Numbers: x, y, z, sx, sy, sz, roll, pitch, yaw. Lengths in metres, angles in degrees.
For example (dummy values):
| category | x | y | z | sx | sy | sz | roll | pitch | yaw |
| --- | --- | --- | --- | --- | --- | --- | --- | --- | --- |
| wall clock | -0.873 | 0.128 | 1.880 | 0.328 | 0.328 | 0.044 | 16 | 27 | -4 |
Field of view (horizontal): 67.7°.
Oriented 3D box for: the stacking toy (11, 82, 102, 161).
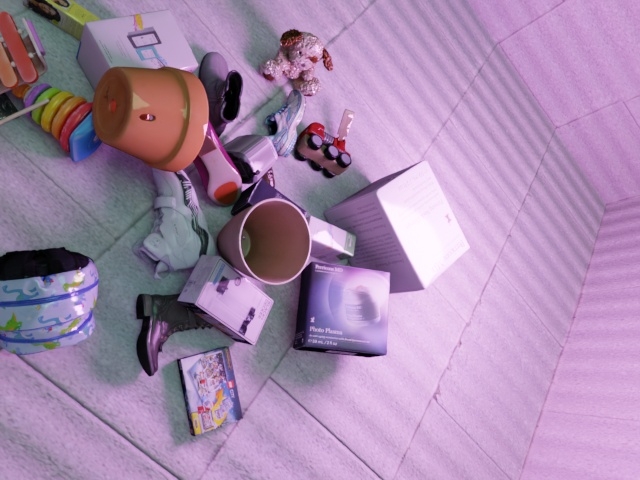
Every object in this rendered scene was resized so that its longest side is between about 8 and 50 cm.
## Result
| category | x | y | z | sx | sy | sz | roll | pitch | yaw |
| --- | --- | --- | --- | --- | --- | --- | --- | --- | --- |
| stacking toy | -0.764 | -0.377 | 1.346 | 0.302 | 0.166 | 0.175 | 32 | 61 | -11 |

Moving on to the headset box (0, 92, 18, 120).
| category | x | y | z | sx | sy | sz | roll | pitch | yaw |
| --- | --- | --- | --- | --- | --- | --- | --- | --- | --- |
| headset box | -0.887 | -0.371 | 1.318 | 0.062 | 0.032 | 0.083 | -38 | 102 | -34 |

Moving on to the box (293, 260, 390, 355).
| category | x | y | z | sx | sy | sz | roll | pitch | yaw |
| --- | --- | --- | --- | --- | --- | --- | --- | --- | --- |
| box | 0.075 | 0.247 | 1.684 | 0.296 | 0.183 | 0.294 | 8 | 72 | -12 |

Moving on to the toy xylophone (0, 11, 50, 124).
| category | x | y | z | sx | sy | sz | roll | pitch | yaw |
| --- | --- | --- | --- | --- | --- | --- | --- | --- | --- |
| toy xylophone | -0.852 | -0.430 | 1.246 | 0.322 | 0.081 | 0.236 | -34 | 86 | -2 |

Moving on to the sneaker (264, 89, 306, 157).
| category | x | y | z | sx | sy | sz | roll | pitch | yaw |
| --- | --- | --- | --- | --- | --- | --- | --- | --- | --- |
| sneaker | -0.139 | -0.462 | 1.803 | 0.122 | 0.110 | 0.283 | 21 | 68 | -25 |

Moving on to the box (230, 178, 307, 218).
| category | x | y | z | sx | sy | sz | roll | pitch | yaw |
| --- | --- | --- | --- | --- | --- | --- | --- | --- | --- |
| box | -0.180 | -0.097 | 1.658 | 0.207 | 0.153 | 0.108 | 37 | 61 | -23 |

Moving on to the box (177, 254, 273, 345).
| category | x | y | z | sx | sy | sz | roll | pitch | yaw |
| --- | --- | --- | --- | --- | --- | --- | --- | --- | --- |
| box | -0.287 | 0.189 | 1.496 | 0.290 | 0.087 | 0.169 | 50 | 53 | -41 |

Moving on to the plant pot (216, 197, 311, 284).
| category | x | y | z | sx | sy | sz | roll | pitch | yaw |
| --- | --- | --- | --- | --- | --- | --- | --- | --- | --- |
| plant pot | -0.214 | 0.006 | 1.520 | 0.256 | 0.274 | 0.257 | 1 | 88 | -39 |

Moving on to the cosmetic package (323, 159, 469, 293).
| category | x | y | z | sx | sy | sz | roll | pitch | yaw |
| --- | --- | --- | --- | --- | --- | --- | --- | --- | --- |
| cosmetic package | 0.295 | -0.041 | 1.861 | 0.329 | 0.327 | 0.394 | -34 | 99 | -35 |

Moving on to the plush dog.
| category | x | y | z | sx | sy | sz | roll | pitch | yaw |
| --- | --- | --- | --- | --- | --- | --- | --- | --- | --- |
| plush dog | -0.074 | -0.707 | 1.831 | 0.262 | 0.225 | 0.211 | 17 | 70 | -30 |

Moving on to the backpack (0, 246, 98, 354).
| category | x | y | z | sx | sy | sz | roll | pitch | yaw |
| --- | --- | --- | --- | --- | --- | --- | --- | --- | --- |
| backpack | -0.668 | 0.128 | 1.149 | 0.290 | 0.355 | 0.273 | -2 | 81 | -35 |

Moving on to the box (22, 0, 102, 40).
| category | x | y | z | sx | sy | sz | roll | pitch | yaw |
| --- | --- | --- | --- | --- | --- | --- | --- | --- | --- |
| box | -0.764 | -0.680 | 1.444 | 0.232 | 0.087 | 0.058 | 29 | 62 | -24 |

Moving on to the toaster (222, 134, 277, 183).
| category | x | y | z | sx | sy | sz | roll | pitch | yaw |
| --- | --- | --- | --- | --- | --- | --- | --- | --- | --- |
| toaster | -0.249 | -0.278 | 1.615 | 0.146 | 0.227 | 0.129 | -49 | 129 | -33 |

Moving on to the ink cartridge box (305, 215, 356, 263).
| category | x | y | z | sx | sy | sz | roll | pitch | yaw |
| --- | --- | --- | --- | --- | --- | --- | --- | --- | --- |
| ink cartridge box | 0.000 | 0.000 | 1.755 | 0.212 | 0.154 | 0.093 | 21 | 68 | -28 |

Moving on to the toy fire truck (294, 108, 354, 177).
| category | x | y | z | sx | sy | sz | roll | pitch | yaw |
| --- | --- | --- | --- | --- | --- | --- | --- | --- | --- |
| toy fire truck | 0.035 | -0.411 | 1.896 | 0.217 | 0.158 | 0.246 | 27 | 53 | -26 |

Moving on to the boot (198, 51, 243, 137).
| category | x | y | z | sx | sy | sz | roll | pitch | yaw |
| --- | --- | --- | --- | --- | --- | --- | --- | --- | --- |
| boot | -0.325 | -0.522 | 1.618 | 0.118 | 0.222 | 0.338 | 4 | 77 | -33 |

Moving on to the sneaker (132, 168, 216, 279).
| category | x | y | z | sx | sy | sz | roll | pitch | yaw |
| --- | --- | --- | --- | --- | --- | --- | --- | --- | --- |
| sneaker | -0.477 | -0.064 | 1.456 | 0.210 | 0.137 | 0.366 | -27 | 98 | -38 |

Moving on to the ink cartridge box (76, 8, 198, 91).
| category | x | y | z | sx | sy | sz | roll | pitch | yaw |
| --- | --- | --- | --- | --- | --- | --- | --- | --- | --- |
| ink cartridge box | -0.565 | -0.555 | 1.480 | 0.270 | 0.198 | 0.197 | -32 | 96 | -36 |

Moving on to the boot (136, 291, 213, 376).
| category | x | y | z | sx | sy | sz | roll | pitch | yaw |
| --- | --- | --- | --- | --- | --- | --- | --- | --- | --- |
| boot | -0.429 | 0.263 | 1.445 | 0.229 | 0.091 | 0.263 | 1 | 83 | -40 |

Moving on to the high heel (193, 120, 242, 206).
| category | x | y | z | sx | sy | sz | roll | pitch | yaw |
| --- | --- | --- | --- | --- | --- | --- | --- | --- | --- |
| high heel | -0.352 | -0.269 | 1.531 | 0.127 | 0.377 | 0.181 | -24 | 59 | -12 |

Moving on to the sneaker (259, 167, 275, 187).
| category | x | y | z | sx | sy | sz | roll | pitch | yaw |
| --- | --- | --- | --- | --- | --- | --- | --- | --- | --- |
| sneaker | -0.207 | -0.272 | 1.731 | 0.066 | 0.071 | 0.188 | -25 | 93 | -36 |

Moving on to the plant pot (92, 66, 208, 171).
| category | x | y | z | sx | sy | sz | roll | pitch | yaw |
| --- | --- | --- | --- | --- | --- | --- | --- | --- | --- |
| plant pot | -0.477 | -0.343 | 1.302 | 0.203 | 0.291 | 0.291 | 0 | 78 | -52 |

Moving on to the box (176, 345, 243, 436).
| category | x | y | z | sx | sy | sz | roll | pitch | yaw |
| --- | --- | --- | --- | --- | --- | --- | --- | --- | --- |
| box | -0.341 | 0.462 | 1.480 | 0.159 | 0.044 | 0.233 | -8 | 83 | -35 |
